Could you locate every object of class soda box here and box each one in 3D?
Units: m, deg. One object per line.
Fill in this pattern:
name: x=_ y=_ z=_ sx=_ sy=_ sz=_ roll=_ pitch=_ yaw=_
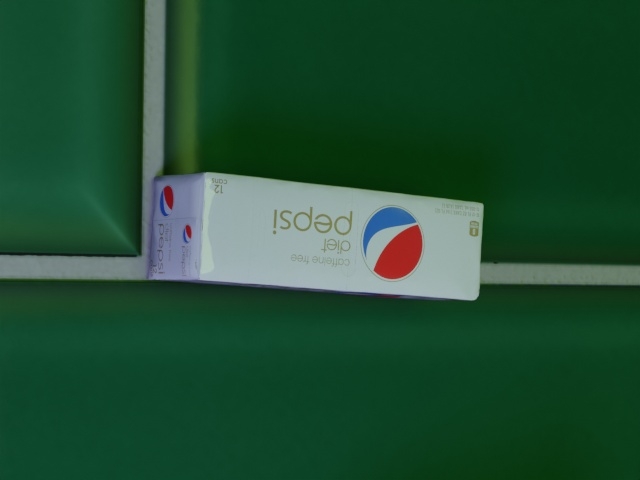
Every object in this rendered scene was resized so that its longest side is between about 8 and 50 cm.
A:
soda box: x=0.000 y=0.000 z=1.088 sx=0.216 sy=0.074 sz=0.069 roll=5 pitch=87 yaw=-32
